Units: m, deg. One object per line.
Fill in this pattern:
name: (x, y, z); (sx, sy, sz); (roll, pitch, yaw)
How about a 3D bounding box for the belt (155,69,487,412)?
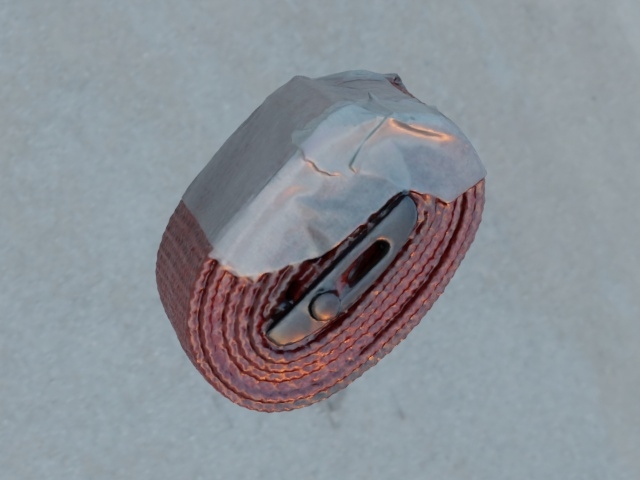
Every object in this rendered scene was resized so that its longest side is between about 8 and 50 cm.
belt: (0.000, 0.000, 0.807); (0.128, 0.201, 0.124); (40, 4, -24)
